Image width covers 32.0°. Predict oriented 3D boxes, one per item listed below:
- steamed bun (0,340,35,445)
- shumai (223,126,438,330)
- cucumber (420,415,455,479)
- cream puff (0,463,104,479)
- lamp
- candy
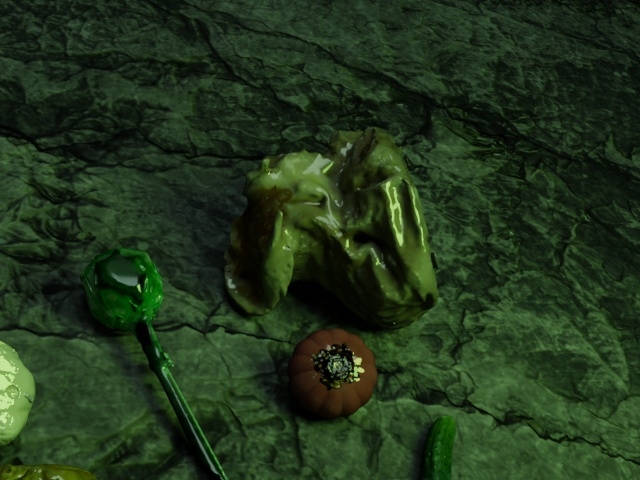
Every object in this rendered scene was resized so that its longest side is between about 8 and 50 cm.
[{"bbox_3d":[-0.358,0.153,1.116,0.130,0.091,0.113,37,50,-29],"label":"steamed bun"},{"bbox_3d":[0.000,0.000,1.464,0.262,0.267,0.314,-13,12,0],"label":"shumai"},{"bbox_3d":[0.135,0.260,1.298,0.037,0.037,0.155,21,35,-3],"label":"cucumber"},{"bbox_3d":[-0.257,0.256,1.022,0.156,0.121,0.156,14,34,-9],"label":"cream puff"},{"bbox_3d":[0.014,0.156,1.315,0.107,0.092,0.108,2,73,-8],"label":"lamp"},{"bbox_3d":[-0.179,0.143,1.258,0.097,0.097,0.323,-10,57,-36],"label":"candy"}]
